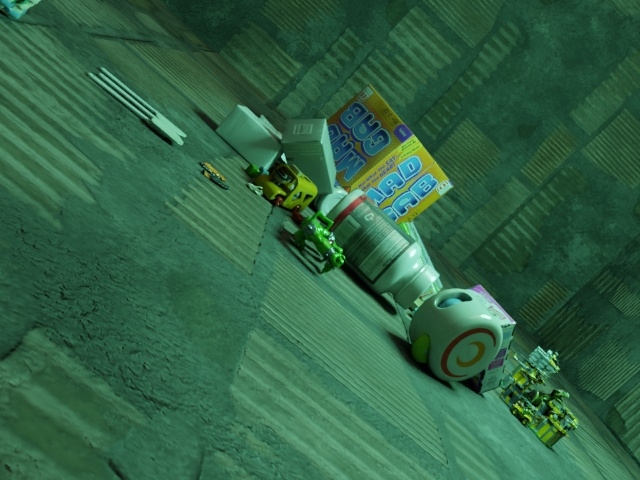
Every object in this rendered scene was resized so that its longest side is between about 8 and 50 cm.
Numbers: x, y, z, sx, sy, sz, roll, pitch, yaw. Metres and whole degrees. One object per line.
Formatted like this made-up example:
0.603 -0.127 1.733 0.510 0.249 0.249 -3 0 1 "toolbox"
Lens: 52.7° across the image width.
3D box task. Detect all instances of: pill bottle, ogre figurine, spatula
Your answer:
0.154 0.029 1.712 0.318 0.176 0.176 44 11 9 "pill bottle"
0.005 -0.162 2.076 0.112 0.112 0.187 31 16 -46 "pill bottle"
0.000 0.000 1.503 0.118 0.097 0.197 53 21 -10 "ogre figurine"
-0.400 -0.299 1.433 0.242 0.019 0.168 40 12 -16 "spatula"

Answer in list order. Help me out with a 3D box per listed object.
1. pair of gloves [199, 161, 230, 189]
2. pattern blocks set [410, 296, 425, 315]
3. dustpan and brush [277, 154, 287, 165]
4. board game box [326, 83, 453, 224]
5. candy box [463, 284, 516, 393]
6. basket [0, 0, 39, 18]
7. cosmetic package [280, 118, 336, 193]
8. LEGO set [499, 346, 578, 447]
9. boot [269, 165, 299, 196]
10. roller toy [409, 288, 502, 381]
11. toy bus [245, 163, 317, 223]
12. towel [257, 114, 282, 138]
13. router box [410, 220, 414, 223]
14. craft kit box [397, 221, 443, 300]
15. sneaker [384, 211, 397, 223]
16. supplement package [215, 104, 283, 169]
-0.236 -0.145 1.444 0.074 0.010 0.083 36 14 -32 "pair of gloves"
0.281 0.177 1.970 0.285 0.026 0.325 50 12 23 "pattern blocks set"
-0.108 -0.256 2.216 0.211 0.060 0.147 28 5 -32 "dustpan and brush"
0.206 -0.281 2.425 0.356 0.356 0.356 39 15 -47 "board game box"
0.410 0.255 1.663 0.159 0.071 0.233 -124 -153 -47 "candy box"
-0.566 -0.579 1.199 0.201 0.289 0.255 49 14 28 "basket"
-0.031 -0.244 1.914 0.238 0.127 0.107 74 19 -51 "cosmetic package"
0.666 0.440 1.898 0.255 0.192 0.331 47 12 23 "LEGO set"
-0.107 -0.174 1.937 0.087 0.042 0.118 45 7 -30 "boot"
0.312 0.217 1.510 0.209 0.191 0.146 34 13 -36 "roller toy"
-0.092 -0.150 1.715 0.191 0.104 0.202 38 12 -20 "toy bus"
-0.136 -0.347 2.439 0.317 0.053 0.332 41 12 -10 "towel"
0.304 -0.050 2.632 0.046 0.133 0.179 47 12 19 "router box"
0.316 0.061 2.102 0.250 0.061 0.246 66 12 5 "craft kit box"
0.221 -0.012 2.210 0.111 0.121 0.300 42 10 -35 "sneaker"
-0.198 -0.297 1.895 0.179 0.105 0.105 43 11 2 "supplement package"
